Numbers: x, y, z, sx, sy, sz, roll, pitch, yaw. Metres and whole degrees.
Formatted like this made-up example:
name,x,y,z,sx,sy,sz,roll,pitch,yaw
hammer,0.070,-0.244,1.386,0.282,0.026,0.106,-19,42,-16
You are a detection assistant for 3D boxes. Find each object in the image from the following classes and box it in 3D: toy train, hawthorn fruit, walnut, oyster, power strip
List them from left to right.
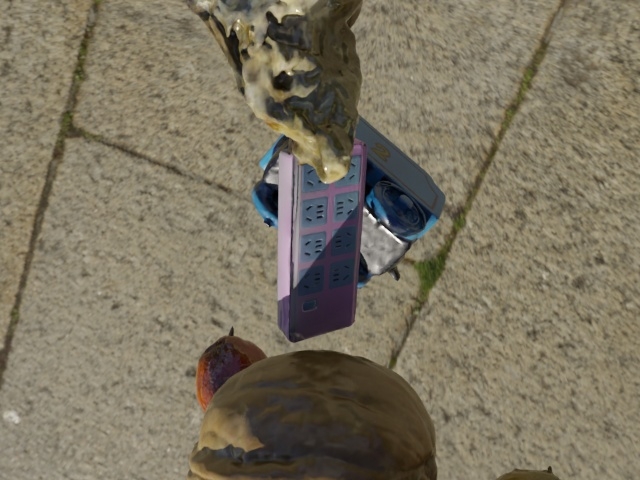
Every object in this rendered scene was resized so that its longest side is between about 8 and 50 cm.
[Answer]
name,x,y,z,sx,sy,sz,roll,pitch,yaw
hawthorn fruit,-0.170,0.285,1.513,0.179,0.174,0.173,45,111,27
oyster,-0.047,-0.188,0.550,0.110,0.341,0.166,-40,140,11
walnut,-0.013,0.279,0.936,0.313,0.252,0.277,-4,119,17
power strip,0.000,0.000,0.958,0.109,0.037,0.278,-12,117,-31
toy train,0.052,-0.079,1.250,0.300,0.265,0.188,40,120,-5

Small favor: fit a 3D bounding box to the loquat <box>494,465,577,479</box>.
name,x,y,z,sx,sy,sz,roll,pitch,yaw
loquat,0.268,0.384,0.958,0.172,0.149,0.204,43,80,-19
